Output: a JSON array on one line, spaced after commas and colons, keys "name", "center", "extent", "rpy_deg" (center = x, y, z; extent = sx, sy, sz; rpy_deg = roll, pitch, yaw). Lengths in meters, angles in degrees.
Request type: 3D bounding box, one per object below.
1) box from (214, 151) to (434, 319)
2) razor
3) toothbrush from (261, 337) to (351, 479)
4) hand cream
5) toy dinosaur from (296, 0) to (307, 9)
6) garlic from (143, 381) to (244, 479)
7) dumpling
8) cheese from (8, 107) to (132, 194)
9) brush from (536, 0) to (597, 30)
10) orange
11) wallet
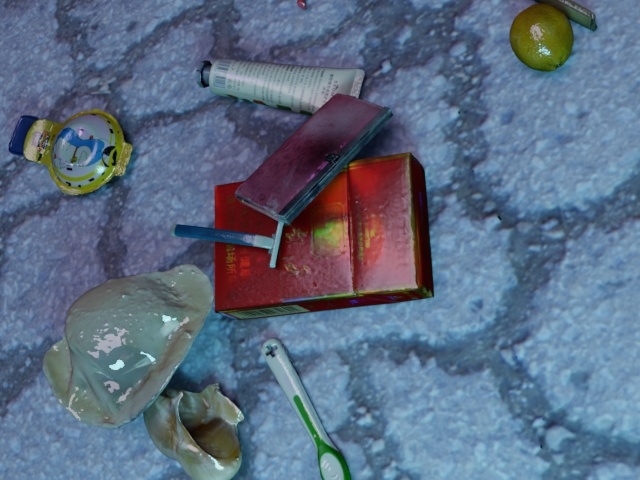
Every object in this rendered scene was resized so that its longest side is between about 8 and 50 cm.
[{"name": "box", "center": [-0.001, -0.001, 1.310], "extent": [0.313, 0.089, 0.198], "rpy_deg": [-8, 72, 21]}, {"name": "razor", "center": [-0.144, -0.007, 1.306], "extent": [0.191, 0.037, 0.068], "rpy_deg": [8, 81, 27]}, {"name": "toothbrush", "center": [0.014, 0.310, 1.249], "extent": [0.042, 0.040, 0.418], "rpy_deg": [-37, 65, 13]}, {"name": "hand cream", "center": [-0.068, -0.245, 1.424], "extent": [0.276, 0.059, 0.095], "rpy_deg": [13, 83, 21]}, {"name": "toy dinosaur", "center": [-0.085, -0.473, 1.491], "extent": [0.286, 0.070, 0.139], "rpy_deg": [20, 75, 30]}, {"name": "garlic", "center": [-0.185, 0.280, 1.316], "extent": [0.174, 0.099, 0.124], "rpy_deg": [44, 111, 26]}, {"name": "dumpling", "center": [-0.282, 0.154, 1.327], "extent": [0.243, 0.175, 0.227], "rpy_deg": [-56, 39, 29]}, {"name": "cheese", "center": [-0.434, -0.159, 1.551], "extent": [0.250, 0.064, 0.157], "rpy_deg": [13, 81, 23]}, {"name": "brush", "center": [0.289, -0.360, 1.304], "extent": [0.248, 0.043, 0.036], "rpy_deg": [38, 100, 26]}, {"name": "orange", "center": [0.307, -0.279, 1.251], "extent": [0.085, 0.085, 0.095], "rpy_deg": [-27, 81, 15]}, {"name": "wallet", "center": [-0.011, -0.123, 1.297], "extent": [0.119, 0.025, 0.232], "rpy_deg": [25, 64, 43]}]
